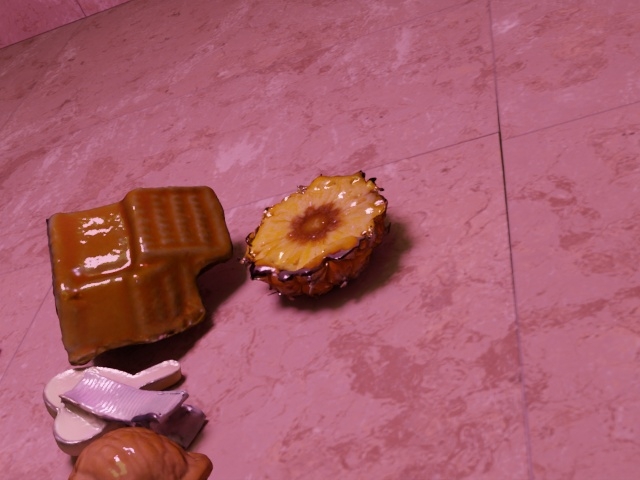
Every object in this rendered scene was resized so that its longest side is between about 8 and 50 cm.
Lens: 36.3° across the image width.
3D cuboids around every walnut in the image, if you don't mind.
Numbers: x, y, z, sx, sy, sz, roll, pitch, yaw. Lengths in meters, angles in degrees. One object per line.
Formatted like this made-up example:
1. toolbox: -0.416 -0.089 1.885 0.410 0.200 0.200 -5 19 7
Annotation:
1. walnut: -0.165 0.248 0.912 0.149 0.167 0.166 -33 30 -29

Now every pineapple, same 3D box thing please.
1. pineapple: 0.000 0.000 1.246 0.224 0.076 0.225 -20 33 14

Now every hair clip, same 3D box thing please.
1. hair clip: -0.229 0.185 1.139 0.218 0.071 0.159 6 36 32

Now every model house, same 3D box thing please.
1. model house: -0.230 0.040 1.299 0.239 0.173 0.268 -16 56 -5
